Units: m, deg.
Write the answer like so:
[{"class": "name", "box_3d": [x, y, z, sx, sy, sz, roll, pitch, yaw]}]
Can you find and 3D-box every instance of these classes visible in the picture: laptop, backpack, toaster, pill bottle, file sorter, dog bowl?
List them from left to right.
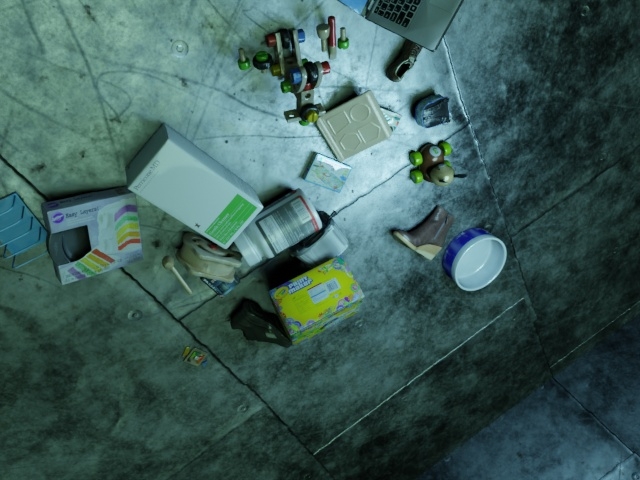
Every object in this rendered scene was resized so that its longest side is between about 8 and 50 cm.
[{"class": "file sorter", "box_3d": [-0.869, -0.023, 1.496, 0.118, 0.104, 0.170, -28, 127, -8]}, {"class": "pill bottle", "box_3d": [-0.152, -0.041, 1.794, 0.283, 0.161, 0.161, -31, 127, -5]}, {"class": "toaster", "box_3d": [0.000, 0.000, 1.914, 0.227, 0.129, 0.146, -42, 131, 0]}, {"class": "laptop", "box_3d": [0.221, -0.816, 1.479, 0.382, 0.407, 0.236, -61, 158, 16]}, {"class": "backpack", "box_3d": [0.387, -0.452, 1.857, 0.114, 0.084, 0.105, -25, 126, -17]}, {"class": "dog bowl", "box_3d": [0.668, 0.081, 2.294, 0.264, 0.104, 0.265, -11, 122, -19]}]

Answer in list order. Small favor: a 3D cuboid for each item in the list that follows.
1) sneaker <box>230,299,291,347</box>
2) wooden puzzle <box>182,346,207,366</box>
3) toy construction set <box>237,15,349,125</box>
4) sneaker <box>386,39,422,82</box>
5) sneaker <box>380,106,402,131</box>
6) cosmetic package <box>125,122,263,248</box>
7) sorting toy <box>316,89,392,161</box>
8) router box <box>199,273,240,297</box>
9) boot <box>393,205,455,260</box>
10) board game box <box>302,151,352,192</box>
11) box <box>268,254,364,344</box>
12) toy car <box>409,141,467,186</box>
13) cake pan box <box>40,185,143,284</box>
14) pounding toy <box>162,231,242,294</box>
[{"class": "sneaker", "box_3d": [-0.226, 0.341, 2.034, 0.130, 0.109, 0.286, -41, 121, 14]}, {"class": "wooden puzzle", "box_3d": [-0.477, 0.448, 2.017, 0.116, 0.014, 0.079, 26, 105, -35]}, {"class": "toy construction set", "box_3d": [-0.042, -0.493, 1.583, 0.309, 0.257, 0.237, -42, 150, -26]}, {"class": "sneaker", "box_3d": [0.296, -0.600, 1.735, 0.066, 0.071, 0.188, 25, 106, -34]}, {"class": "sneaker", "box_3d": [0.204, -0.416, 1.808, 0.161, 0.057, 0.076, 9, 108, -33]}, {"class": "cosmetic package", "box_3d": [-0.382, -0.160, 1.614, 0.365, 0.155, 0.197, 34, 103, -36]}, {"class": "sorting toy", "box_3d": [0.114, -0.384, 1.774, 0.208, 0.038, 0.193, -27, 128, 12]}, {"class": "router box", "box_3d": [-0.357, 0.135, 1.875, 0.092, 0.038, 0.122, -40, 127, 0]}, {"class": "boot", "box_3d": [0.419, -0.052, 2.128, 0.248, 0.090, 0.207, 28, 92, -34]}, {"class": "board game box", "box_3d": [0.025, -0.237, 1.847, 0.154, 0.026, 0.104, 17, 110, -32]}, {"class": "box", "box_3d": [-0.016, 0.228, 1.929, 0.289, 0.177, 0.279, -26, 163, -10]}, {"class": "toy car", "box_3d": [0.441, -0.259, 1.932, 0.154, 0.188, 0.149, -20, 125, -14]}, {"class": "cake pan box", "box_3d": [-0.676, -0.018, 1.573, 0.266, 0.070, 0.246, -18, 124, -37]}, {"class": "pounding toy", "box_3d": [-0.403, 0.080, 1.748, 0.269, 0.154, 0.155, 17, 110, -33]}]
